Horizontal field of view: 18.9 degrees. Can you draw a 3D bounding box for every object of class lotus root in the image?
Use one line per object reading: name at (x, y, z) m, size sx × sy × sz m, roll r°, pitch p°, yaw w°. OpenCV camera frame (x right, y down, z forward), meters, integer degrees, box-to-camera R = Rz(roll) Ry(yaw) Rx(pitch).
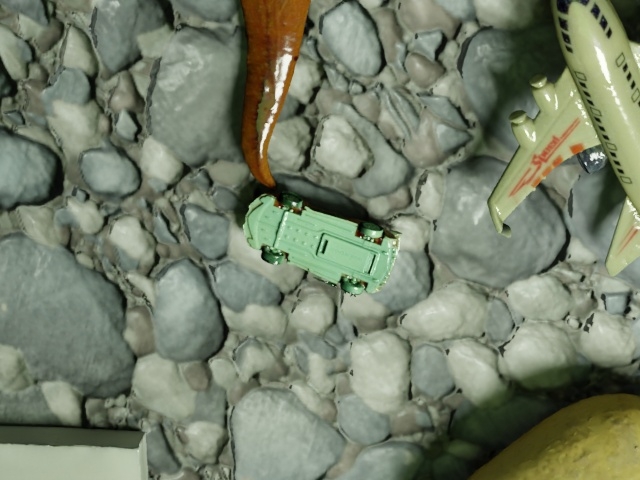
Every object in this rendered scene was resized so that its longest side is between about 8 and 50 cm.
lotus root at (0.198, 0.215, 1.514) m, size 0.303 × 0.131 × 0.146 m, roll -35°, pitch 106°, yaw 18°

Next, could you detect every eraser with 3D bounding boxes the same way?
eraser at (-0.221, 0.266, 1.636) m, size 0.157 × 0.038 × 0.230 m, roll 2°, pitch 112°, yaw 6°

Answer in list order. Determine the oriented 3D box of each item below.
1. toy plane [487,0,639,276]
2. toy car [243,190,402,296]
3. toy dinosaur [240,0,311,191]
toy plane at (0.220, -0.095, 1.401) m, size 0.242 × 0.104 × 0.256 m, roll -19°, pitch 109°, yaw 17°
toy car at (0.000, 0.000, 1.503) m, size 0.122 × 0.035 × 0.059 m, roll 21°, pitch 113°, yaw 7°
toy dinosaur at (-0.028, -0.239, 1.376) m, size 0.208 × 0.097 × 0.432 m, roll -11°, pitch 108°, yaw 26°
